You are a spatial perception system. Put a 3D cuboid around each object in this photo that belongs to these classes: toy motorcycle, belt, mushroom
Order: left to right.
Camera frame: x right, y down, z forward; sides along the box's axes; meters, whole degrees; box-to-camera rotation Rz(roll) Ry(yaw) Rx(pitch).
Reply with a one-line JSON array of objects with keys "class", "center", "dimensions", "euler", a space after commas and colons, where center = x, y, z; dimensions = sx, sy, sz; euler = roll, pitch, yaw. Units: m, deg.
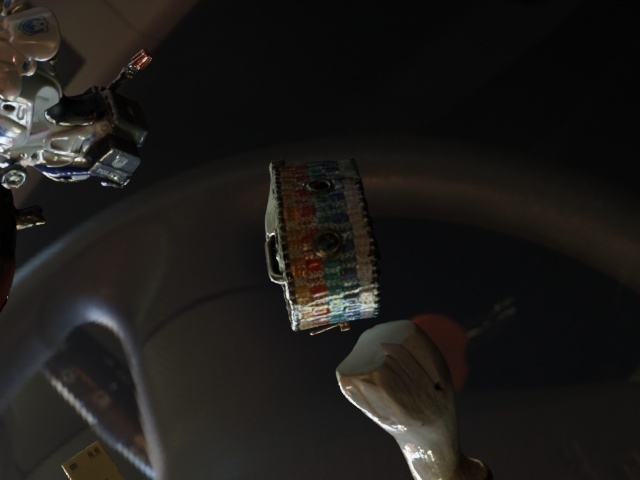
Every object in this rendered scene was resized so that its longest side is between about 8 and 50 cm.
[{"class": "toy motorcycle", "center": [-0.234, -0.117, 0.975], "dimensions": [0.150, 0.221, 0.102], "euler": [-42, 53, 22]}, {"class": "belt", "center": [0.000, 0.000, 1.545], "dimensions": [0.257, 0.150, 0.207], "euler": [-104, 8, -59]}, {"class": "mushroom", "center": [0.137, 0.260, 1.639], "dimensions": [0.122, 0.159, 0.329], "euler": [21, 144, 57]}]

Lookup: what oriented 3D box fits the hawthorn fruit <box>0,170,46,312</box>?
[{"class": "hawthorn fruit", "center": [-0.460, 0.006, 1.204], "dimensions": [0.316, 0.316, 0.316], "euler": [34, 133, 47]}]

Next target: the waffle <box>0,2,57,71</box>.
[{"class": "waffle", "center": [-0.346, -0.156, 1.078], "dimensions": [0.214, 0.207, 0.054], "euler": [129, 126, -69]}]

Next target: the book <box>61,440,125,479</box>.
[{"class": "book", "center": [-0.392, 0.418, 2.039], "dimensions": [0.111, 0.077, 0.014], "euler": [56, 168, 3]}]

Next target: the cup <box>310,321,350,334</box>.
[{"class": "cup", "center": [0.011, 0.109, 2.089], "dimensions": [0.074, 0.099, 0.102], "euler": [-92, -3, -63]}]
